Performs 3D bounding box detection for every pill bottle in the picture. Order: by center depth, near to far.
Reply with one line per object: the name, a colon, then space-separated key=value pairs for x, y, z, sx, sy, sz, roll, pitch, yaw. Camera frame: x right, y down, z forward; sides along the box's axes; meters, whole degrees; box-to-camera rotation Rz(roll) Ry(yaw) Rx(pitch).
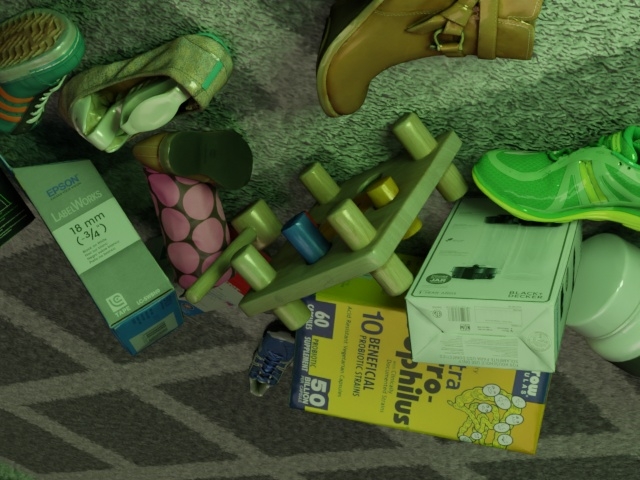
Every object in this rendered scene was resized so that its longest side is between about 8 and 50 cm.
pill bottle: x=0.461 y=0.113 z=1.300 sx=0.283 sy=0.161 sz=0.161 roll=29 pitch=146 yaw=-21

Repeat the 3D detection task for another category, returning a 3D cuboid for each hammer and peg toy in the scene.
hammer and peg toy: x=0.000 y=0.000 z=1.223 sx=0.361 sy=0.266 sz=0.127 roll=-24 pitch=112 yaw=44

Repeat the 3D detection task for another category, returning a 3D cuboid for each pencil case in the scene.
pencil case: x=-0.187 y=-0.030 z=1.351 sx=0.098 sy=0.095 sz=0.209 roll=2 pitch=117 yaw=28

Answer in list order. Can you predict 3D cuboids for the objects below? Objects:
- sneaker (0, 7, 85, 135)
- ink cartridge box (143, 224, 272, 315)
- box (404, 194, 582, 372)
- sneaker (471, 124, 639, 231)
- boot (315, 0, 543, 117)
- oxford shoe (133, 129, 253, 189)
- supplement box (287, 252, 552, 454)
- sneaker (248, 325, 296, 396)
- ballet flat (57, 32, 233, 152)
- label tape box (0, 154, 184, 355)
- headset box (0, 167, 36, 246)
sneaker: x=-0.377 y=-0.205 z=1.217 sx=0.302 sy=0.108 sz=0.121 roll=-4 pitch=145 yaw=42
ink cartridge box: x=-0.175 y=0.041 z=1.534 sx=0.231 sy=0.078 sz=0.134 roll=-16 pitch=137 yaw=40
box: x=0.221 y=0.040 z=1.163 sx=0.169 sy=0.290 sz=0.087 roll=1 pitch=117 yaw=20
sneaker: x=0.329 y=-0.083 z=1.127 sx=0.296 sy=0.109 sz=0.123 roll=7 pitch=126 yaw=14
boot: x=0.112 y=-0.219 z=1.002 sx=0.220 sy=0.109 sz=0.283 roll=9 pitch=141 yaw=2
oxford shoe: x=-0.160 y=-0.111 z=1.245 sx=0.076 sy=0.076 sz=0.212 roll=6 pitch=179 yaw=29
supplement box: x=0.152 y=0.149 z=1.393 sx=0.357 sy=0.195 sz=0.194 roll=9 pitch=113 yaw=9
sneaker: x=-0.086 y=0.225 z=1.784 sx=0.080 sy=0.081 sz=0.211 roll=19 pitch=147 yaw=-3
ballet flat: x=-0.244 y=-0.171 z=1.204 sx=0.316 sy=0.106 sz=0.107 roll=-17 pitch=135 yaw=41
label tape box: x=-0.335 y=-0.011 z=1.402 sx=0.333 sy=0.106 sz=0.240 roll=55 pitch=167 yaw=10
headset box: x=-0.597 y=-0.089 z=1.380 sx=0.246 sy=0.131 sz=0.283 roll=-15 pitch=114 yaw=40
